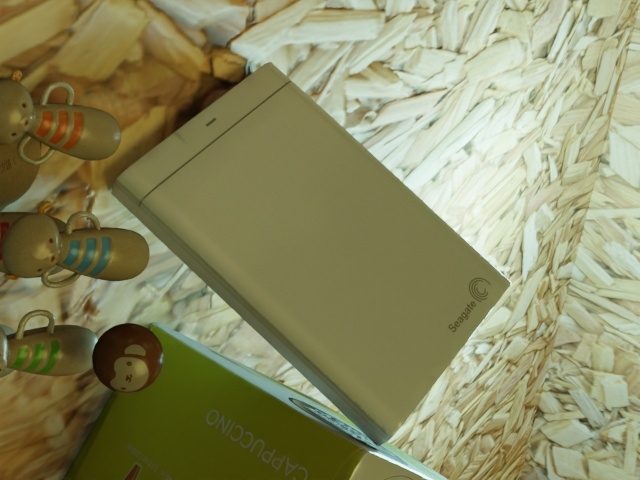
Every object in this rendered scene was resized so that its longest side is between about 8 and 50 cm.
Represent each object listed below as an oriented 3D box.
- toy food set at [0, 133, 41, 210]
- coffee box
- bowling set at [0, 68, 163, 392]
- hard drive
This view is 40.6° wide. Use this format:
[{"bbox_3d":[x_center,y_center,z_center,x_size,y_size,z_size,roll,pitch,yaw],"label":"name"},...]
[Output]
[{"bbox_3d":[-0.265,-0.064,0.713,0.082,0.020,0.083,-48,145,-29],"label":"toy food set"},{"bbox_3d":[-0.065,0.340,0.940,0.334,0.338,0.338,37,79,-46],"label":"coffee box"},{"bbox_3d":[-0.218,0.032,0.656,0.154,0.200,0.287,10,107,-57],"label":"bowling set"},{"bbox_3d":[0.000,0.000,0.874,0.233,0.353,0.047,-45,176,-33],"label":"hard drive"}]
